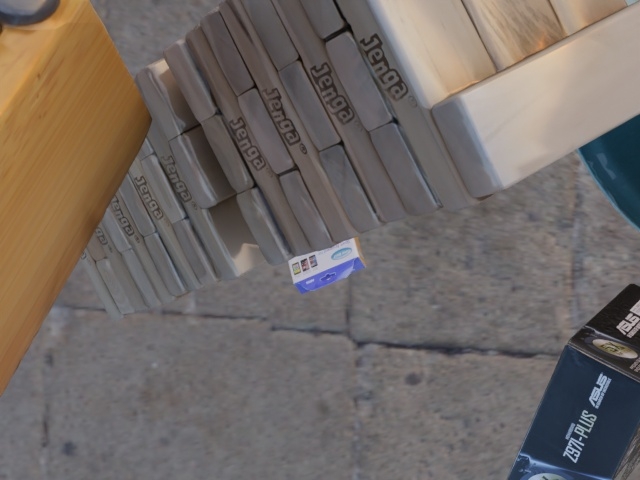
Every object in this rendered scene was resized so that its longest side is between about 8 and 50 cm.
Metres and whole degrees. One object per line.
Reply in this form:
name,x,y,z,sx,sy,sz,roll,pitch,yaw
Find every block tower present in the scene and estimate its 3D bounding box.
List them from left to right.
block tower,-0.013,-0.045,0.522,0.335,0.091,0.097,-17,102,61

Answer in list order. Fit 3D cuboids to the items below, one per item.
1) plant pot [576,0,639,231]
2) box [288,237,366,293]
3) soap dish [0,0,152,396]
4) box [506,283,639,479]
plant pot,0.396,-0.167,1.435,0.196,0.293,0.293,-25,77,-10
box,0.000,0.000,1.521,0.081,0.028,0.136,-23,53,10
soap dish,-0.222,-0.032,0.407,0.290,0.118,0.229,25,55,0
box,0.237,0.135,1.115,0.077,0.180,0.147,28,116,20
